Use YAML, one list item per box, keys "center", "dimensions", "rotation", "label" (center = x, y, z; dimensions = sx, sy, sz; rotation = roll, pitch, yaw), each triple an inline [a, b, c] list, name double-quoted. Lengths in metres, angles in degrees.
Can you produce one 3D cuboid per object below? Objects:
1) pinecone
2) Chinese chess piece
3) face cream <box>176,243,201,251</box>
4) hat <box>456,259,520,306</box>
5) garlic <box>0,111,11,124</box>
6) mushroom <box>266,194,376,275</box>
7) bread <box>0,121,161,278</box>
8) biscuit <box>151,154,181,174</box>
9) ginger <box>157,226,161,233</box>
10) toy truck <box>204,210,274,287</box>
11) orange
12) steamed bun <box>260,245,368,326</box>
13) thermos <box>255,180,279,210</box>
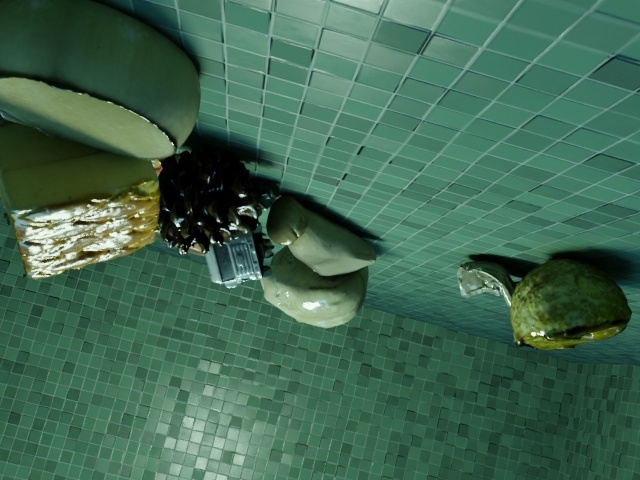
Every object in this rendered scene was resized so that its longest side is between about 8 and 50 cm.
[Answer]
- center: [-0.248, -0.093, 1.435]
  dimensions: [0.257, 0.244, 0.243]
  rotation: [-20, 160, 12]
  label: "pinecone"
- center: [-0.355, -0.240, 1.029]
  dimensions: [0.338, 0.141, 0.338]
  rotation: [13, 171, 2]
  label: "Chinese chess piece"
- center: [-0.452, -0.010, 2.435]
  dimensions: [0.149, 0.104, 0.149]
  rotation: [14, 170, 3]
  label: "face cream"
- center: [0.509, 0.099, 1.854]
  dimensions: [0.244, 0.149, 0.214]
  rotation: [-22, -166, -27]
  label: "hat"
- center: [-0.597, -0.238, 1.319]
  dimensions: [0.227, 0.152, 0.228]
  rotation: [-2, 153, -1]
  label: "garlic"
- center: [-0.006, 0.002, 1.818]
  dimensions: [0.154, 0.138, 0.407]
  rotation: [-11, 156, 31]
  label: "mushroom"
- center: [-0.460, -0.089, 1.271]
  dimensions: [0.279, 0.207, 0.279]
  rotation: [-15, 158, -27]
  label: "bread"
- center: [-0.364, -0.169, 1.658]
  dimensions: [0.216, 0.047, 0.339]
  rotation: [4, 165, 41]
  label: "biscuit"
- center: [-0.636, -0.061, 2.571]
  dimensions: [0.176, 0.053, 0.193]
  rotation: [16, 161, -13]
  label: "ginger"
- center: [-0.218, 0.000, 1.750]
  dimensions: [0.175, 0.146, 0.367]
  rotation: [-14, -164, -2]
  label: "toy truck"
- center: [0.595, 0.153, 1.615]
  dimensions: [0.270, 0.210, 0.368]
  rotation: [-7, 163, 16]
  label: "orange"
- center: [-0.011, 0.152, 2.088]
  dimensions: [0.324, 0.220, 0.310]
  rotation: [5, -152, 21]
  label: "steamed bun"
- center: [-0.188, -0.103, 1.627]
  dimensions: [0.187, 0.073, 0.083]
  rotation: [-14, 125, 27]
  label: "thermos"
